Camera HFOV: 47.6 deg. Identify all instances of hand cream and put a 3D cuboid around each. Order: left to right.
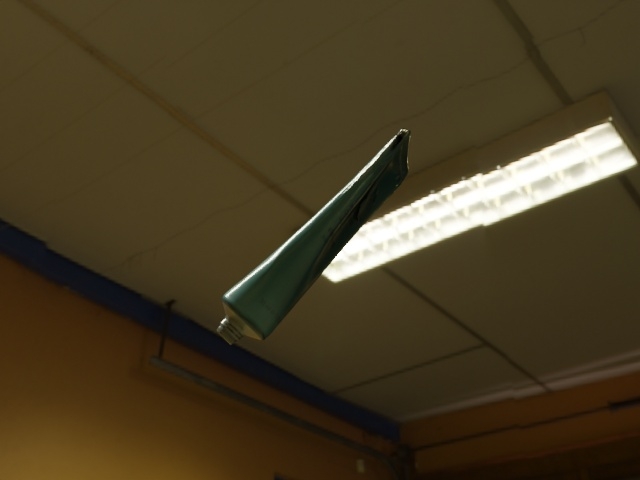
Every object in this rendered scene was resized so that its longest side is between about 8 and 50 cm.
[{"bbox_3d":[0.000,0.000,0.600,0.048,0.224,0.083,40,-14,19],"label":"hand cream"}]
